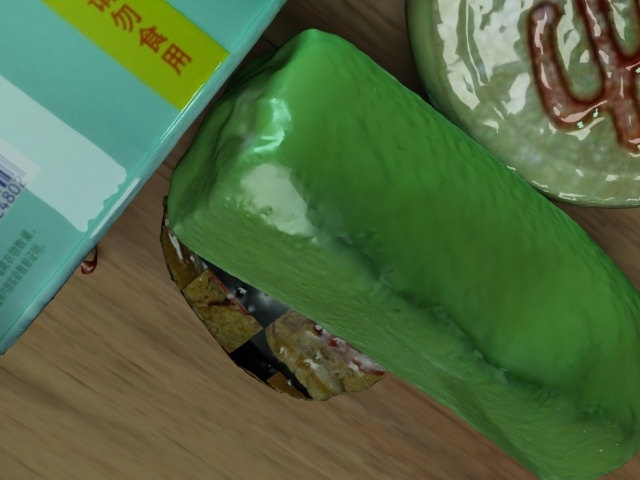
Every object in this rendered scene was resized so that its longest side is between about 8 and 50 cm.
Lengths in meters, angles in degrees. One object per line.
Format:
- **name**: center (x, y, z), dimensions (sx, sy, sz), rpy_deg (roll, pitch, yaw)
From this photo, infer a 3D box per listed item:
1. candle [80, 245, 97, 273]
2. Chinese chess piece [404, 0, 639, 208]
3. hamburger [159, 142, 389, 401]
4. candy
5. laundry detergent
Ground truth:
- **candle**: center (-0.233, -0.009, 0.727), dimensions (0.131, 0.052, 0.052), rpy_deg (27, 114, -8)
- **Chinese chess piece**: center (0.188, -0.152, 0.585), dimensions (0.270, 0.112, 0.270), rpy_deg (2, 115, 4)
- **hamburger**: center (0.000, 0.000, 0.680), dimensions (0.231, 0.107, 0.230), rpy_deg (4, 114, 10)
- **candy**: center (0.072, 0.020, 0.572), dimensions (0.343, 0.142, 0.132), rpy_deg (37, 141, -21)
- **laundry detergent**: center (-0.218, -0.136, 0.536), dimensions (0.305, 0.287, 0.287), rpy_deg (39, 112, -12)
